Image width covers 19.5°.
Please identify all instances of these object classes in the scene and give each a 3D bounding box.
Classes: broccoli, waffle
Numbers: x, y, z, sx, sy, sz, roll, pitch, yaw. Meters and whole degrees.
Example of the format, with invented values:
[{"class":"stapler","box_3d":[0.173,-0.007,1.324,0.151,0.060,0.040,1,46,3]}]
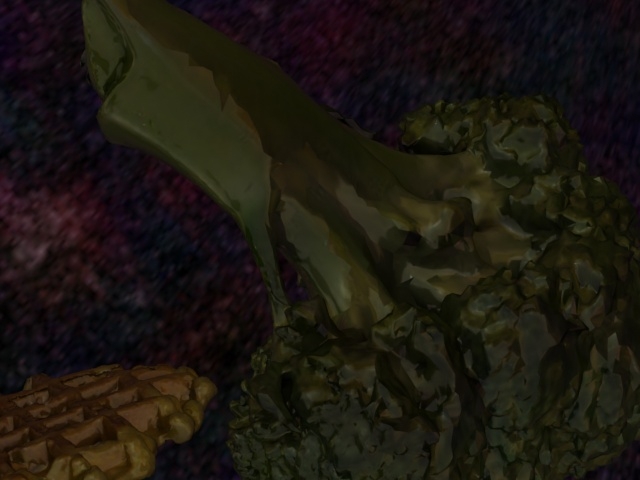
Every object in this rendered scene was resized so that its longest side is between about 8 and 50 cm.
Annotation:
[{"class":"broccoli","box_3d":[0.011,0.033,0.843,0.302,0.254,0.186,6,141,-29]},{"class":"waffle","box_3d":[-0.063,0.045,0.411,0.078,0.085,0.016,-4,108,34]}]
